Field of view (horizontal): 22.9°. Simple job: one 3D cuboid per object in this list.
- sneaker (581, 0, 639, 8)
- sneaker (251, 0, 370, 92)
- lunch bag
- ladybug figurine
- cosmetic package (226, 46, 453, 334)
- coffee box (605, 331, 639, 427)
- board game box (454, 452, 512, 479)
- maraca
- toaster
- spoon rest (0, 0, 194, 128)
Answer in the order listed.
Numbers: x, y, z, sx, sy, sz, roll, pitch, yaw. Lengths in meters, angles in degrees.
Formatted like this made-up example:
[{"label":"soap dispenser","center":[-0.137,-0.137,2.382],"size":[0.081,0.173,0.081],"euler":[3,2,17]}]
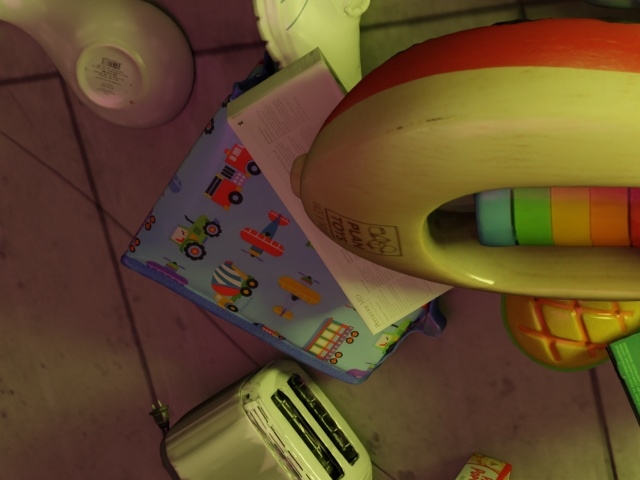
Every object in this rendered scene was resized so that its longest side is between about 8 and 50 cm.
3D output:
[{"label":"sneaker","center":[0.365,-0.181,1.226],"size":[0.365,0.135,0.150],"euler":[2,109,27]},{"label":"sneaker","center":[0.006,-0.261,1.386],"size":[0.129,0.111,0.297],"euler":[-1,112,20]},{"label":"lunch bag","center":[0.000,0.000,1.498],"size":[0.293,0.138,0.221],"euler":[36,118,-2]},{"label":"ladybug figurine","center":[0.198,-0.067,1.239],"size":[0.449,0.162,0.305],"euler":[2,155,9]},{"label":"cosmetic package","center":[0.022,-0.042,1.384],"size":[0.099,0.060,0.239],"euler":[-31,110,6]},{"label":"coffee box","center":[0.350,0.107,1.348],"size":[0.184,0.040,0.113],"euler":[-23,78,4]},{"label":"board game box","center":[0.124,0.316,1.524],"size":[0.045,0.193,0.147],"euler":[16,118,19]},{"label":"maraca","center":[0.242,0.035,1.404],"size":[0.127,0.099,0.186],"euler":[40,106,-2]},{"label":"toaster","center":[-0.055,0.222,1.613],"size":[0.146,0.129,0.227],"euler":[-37,91,29]},{"label":"spoon rest","center":[-0.254,-0.199,1.566],"size":[0.276,0.084,0.137],"euler":[20,121,2]}]
